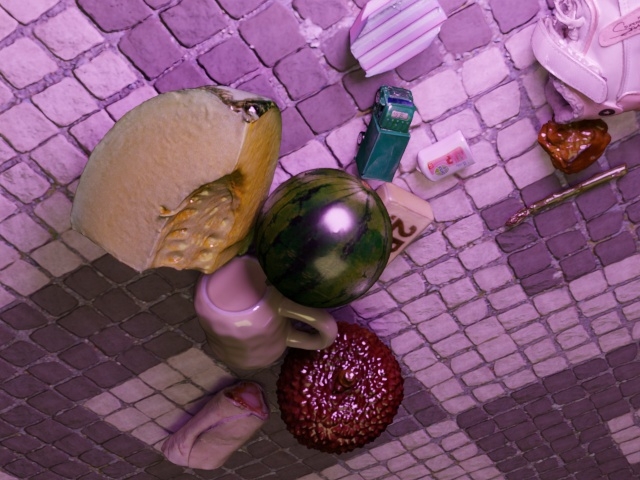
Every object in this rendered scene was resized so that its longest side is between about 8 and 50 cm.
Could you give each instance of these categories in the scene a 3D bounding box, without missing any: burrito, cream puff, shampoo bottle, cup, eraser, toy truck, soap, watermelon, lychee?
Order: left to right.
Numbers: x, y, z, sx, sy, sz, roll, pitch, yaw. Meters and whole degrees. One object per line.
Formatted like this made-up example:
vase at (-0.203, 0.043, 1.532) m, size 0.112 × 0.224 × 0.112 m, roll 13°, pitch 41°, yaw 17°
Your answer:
burrito at (-0.244, 0.445, 1.796) m, size 0.143 × 0.105 × 0.299 m, roll 30°, pitch 124°, yaw -22°
cup at (-0.113, 0.154, 1.418) m, size 0.173 × 0.255 × 0.202 m, roll -47°, pitch 157°, yaw -24°
watermelon at (0.004, -0.003, 1.294) m, size 0.242 × 0.242 × 0.242 m, roll -5°, pitch 135°, yaw -5°
lychee at (0.035, 0.308, 1.597) m, size 0.276 × 0.275 × 0.304 m, roll -5°, pitch 160°, yaw -6°
eraser at (0.118, -0.020, 1.430) m, size 0.117 × 0.058 × 0.172 m, roll 23°, pitch 127°, yaw -29°
toy truck at (0.107, -0.179, 1.255) m, size 0.065 × 0.079 × 0.147 m, roll 7°, pitch 131°, yaw -17°
soap at (0.111, -0.318, 1.132) m, size 0.149 × 0.056 × 0.100 m, roll -30°, pitch 130°, yaw 18°
shampoo bottle at (0.216, -0.144, 1.334) m, size 0.099 × 0.043 × 0.072 m, roll -26°, pitch 133°, yaw 15°
cream puff at (0.437, -0.175, 1.318) m, size 0.122 × 0.094 × 0.116 m, roll -14°, pitch 144°, yaw -31°

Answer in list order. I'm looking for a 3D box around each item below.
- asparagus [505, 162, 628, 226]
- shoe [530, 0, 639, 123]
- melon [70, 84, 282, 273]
asparagus at (0.468, -0.087, 1.454) m, size 0.248 × 0.025 × 0.024 m, roll -26°, pitch 148°, yaw 14°
shoe at (0.416, -0.306, 1.122) m, size 0.198 × 0.172 × 0.351 m, roll -20°, pitch 133°, yaw 13°
melon at (-0.188, -0.100, 1.189) m, size 0.331 × 0.226 × 0.343 m, roll 17°, pitch 118°, yaw -28°
